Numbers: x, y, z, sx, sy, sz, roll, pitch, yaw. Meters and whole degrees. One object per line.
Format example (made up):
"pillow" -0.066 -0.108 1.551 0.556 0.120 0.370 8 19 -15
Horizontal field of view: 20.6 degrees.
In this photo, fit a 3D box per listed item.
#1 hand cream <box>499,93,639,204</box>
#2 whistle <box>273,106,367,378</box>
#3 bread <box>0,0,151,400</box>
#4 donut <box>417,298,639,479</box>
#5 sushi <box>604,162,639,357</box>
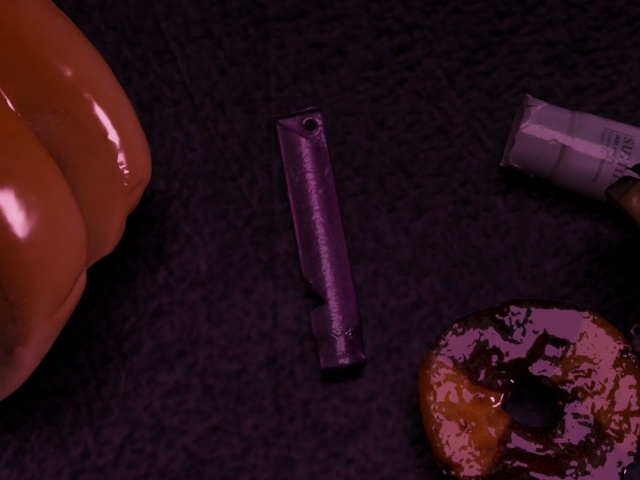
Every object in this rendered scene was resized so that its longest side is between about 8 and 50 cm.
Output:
"hand cream" 0.218 -0.038 1.117 0.205 0.050 0.078 17 79 0
"whistle" 0.000 0.000 1.113 0.033 0.033 0.176 -9 74 -2
"bread" -0.315 -0.075 1.059 0.424 0.329 0.245 29 36 8
"donut" 0.127 0.103 1.071 0.140 0.059 0.140 0 75 1
"sushi" 0.270 0.076 1.050 0.131 0.139 0.291 -38 83 10
